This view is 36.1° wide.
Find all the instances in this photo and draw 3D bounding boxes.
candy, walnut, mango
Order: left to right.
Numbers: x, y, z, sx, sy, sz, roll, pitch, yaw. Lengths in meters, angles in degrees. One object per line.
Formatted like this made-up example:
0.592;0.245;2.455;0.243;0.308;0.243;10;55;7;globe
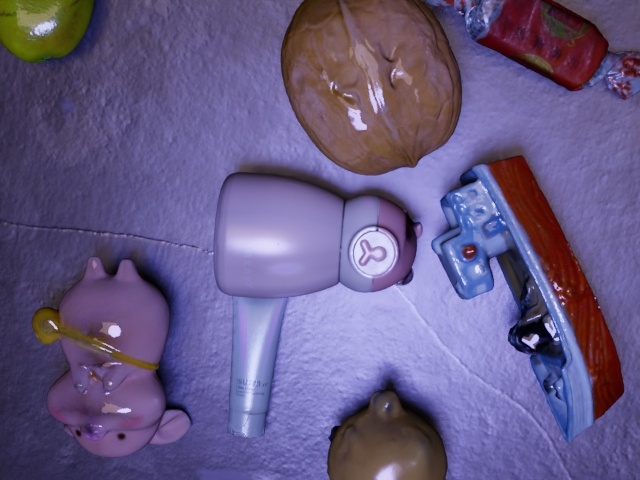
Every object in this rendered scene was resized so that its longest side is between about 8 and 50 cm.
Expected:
-0.331;-0.294;1.185;0.117;0.089;0.163;29;98;2;mango
0.058;-0.185;1.109;0.193;0.193;0.225;-32;91;8;walnut
0.250;-0.239;1.127;0.292;0.059;0.086;26;103;-12;candy

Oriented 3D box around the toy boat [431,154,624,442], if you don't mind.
0.233;0.072;1.132;0.133;0.145;0.332;-26;88;-3;toy boat

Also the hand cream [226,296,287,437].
-0.083;0.143;1.228;0.078;0.050;0.205;6;93;5;hand cream

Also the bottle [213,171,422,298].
0.000;0.000;1.154;0.237;0.147;0.147;4;97;3;bottle

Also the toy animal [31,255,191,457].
-0.259;0.143;1.200;0.165;0.149;0.248;7;104;19;toy animal

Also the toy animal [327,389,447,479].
0.080;0.317;1.171;0.195;0.169;0.281;-9;90;-36;toy animal
